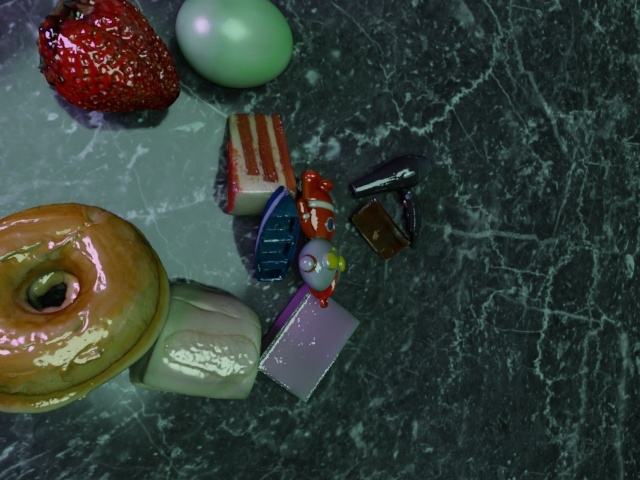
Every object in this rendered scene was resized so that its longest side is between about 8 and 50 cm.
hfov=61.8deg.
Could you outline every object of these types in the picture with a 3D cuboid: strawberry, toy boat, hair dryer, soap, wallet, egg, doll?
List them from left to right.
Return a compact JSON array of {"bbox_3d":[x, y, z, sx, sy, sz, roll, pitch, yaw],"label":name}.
[{"bbox_3d":[-0.438,-0.373,1.126,0.288,0.238,0.250,23,65,-31],"label":"strawberry"},{"bbox_3d":[-0.194,-0.462,1.224,0.269,0.220,0.220,10,89,-31],"label":"egg"},{"bbox_3d":[-0.105,-0.016,1.274,0.096,0.062,0.299,0,136,-16],"label":"toy boat"},{"bbox_3d":[-0.040,0.261,1.397,0.181,0.081,0.259,39,78,-19],"label":"soap"},{"bbox_3d":[0.000,0.000,1.338,0.200,0.105,0.336,23,63,-63],"label":"doll"},{"bbox_3d":[0.164,-0.029,1.469,0.095,0.026,0.176,-39,115,8],"label":"wallet"},{"bbox_3d":[0.219,-0.088,1.484,0.235,0.091,0.272,-21,104,-9],"label":"hair dryer"}]

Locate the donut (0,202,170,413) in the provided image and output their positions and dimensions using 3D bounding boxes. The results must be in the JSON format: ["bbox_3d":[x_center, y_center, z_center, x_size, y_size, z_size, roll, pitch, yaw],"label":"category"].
[{"bbox_3d":[-0.534,0.119,1.076,0.449,0.198,0.449,4,63,-9],"label":"donut"}]

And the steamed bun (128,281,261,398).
[{"bbox_3d":[-0.272,0.225,1.238,0.290,0.273,0.272,11,73,-25],"label":"steamed bun"}]

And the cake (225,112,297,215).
[{"bbox_3d":[-0.147,-0.191,1.289,0.158,0.159,0.262,-4,93,-18],"label":"cake"}]
